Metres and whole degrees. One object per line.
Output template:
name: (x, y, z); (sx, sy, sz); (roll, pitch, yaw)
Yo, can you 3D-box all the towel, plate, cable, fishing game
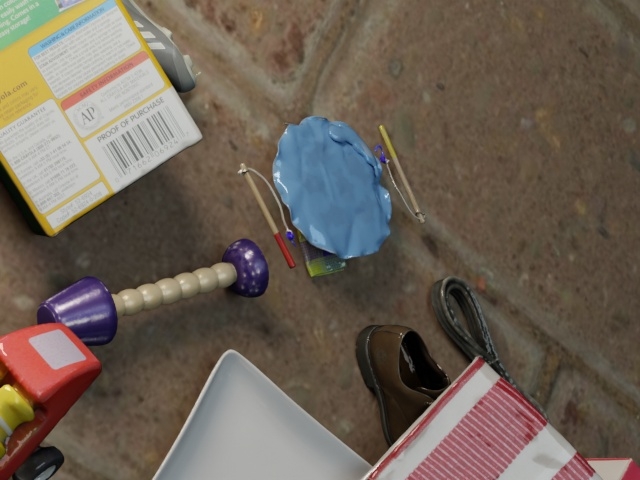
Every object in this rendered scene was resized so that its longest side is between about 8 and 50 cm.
towel: (0.228, 0.330, 2.053); (0.329, 0.037, 0.237); (46, 71, -1)
towel: (0.000, 0.000, 2.113); (0.060, 0.009, 0.083); (-12, 89, -37)
plate: (-0.082, 0.312, 1.982); (0.277, 0.045, 0.278); (43, 61, -24)
cable: (0.231, 0.176, 2.213); (0.139, 0.072, 0.287); (-14, 91, -37)
fishing game: (0.010, -0.062, 2.105); (0.264, 0.041, 0.189); (-24, 86, -46)

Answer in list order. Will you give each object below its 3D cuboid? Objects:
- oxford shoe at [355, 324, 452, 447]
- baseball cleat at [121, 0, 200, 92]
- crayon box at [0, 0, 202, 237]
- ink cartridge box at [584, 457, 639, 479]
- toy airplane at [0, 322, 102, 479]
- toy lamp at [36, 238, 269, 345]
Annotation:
oxford shoe: (0.124, 0.207, 2.118); (0.083, 0.096, 0.227); (-35, 105, -36)
baseball cleat: (-0.232, -0.227, 1.957); (0.109, 0.072, 0.206); (-45, 105, -18)
crayon box: (-0.297, -0.192, 1.851); (0.203, 0.083, 0.323); (-34, 104, -16)
ink cartridge box: (0.384, 0.391, 2.227); (0.237, 0.172, 0.100); (49, 60, -20)
toy airplane: (-0.405, 0.215, 1.615); (0.386, 0.272, 0.384); (10, 58, -12)
toy lamp: (-0.186, 0.059, 1.929); (0.275, 0.080, 0.080); (-17, 93, -39)
